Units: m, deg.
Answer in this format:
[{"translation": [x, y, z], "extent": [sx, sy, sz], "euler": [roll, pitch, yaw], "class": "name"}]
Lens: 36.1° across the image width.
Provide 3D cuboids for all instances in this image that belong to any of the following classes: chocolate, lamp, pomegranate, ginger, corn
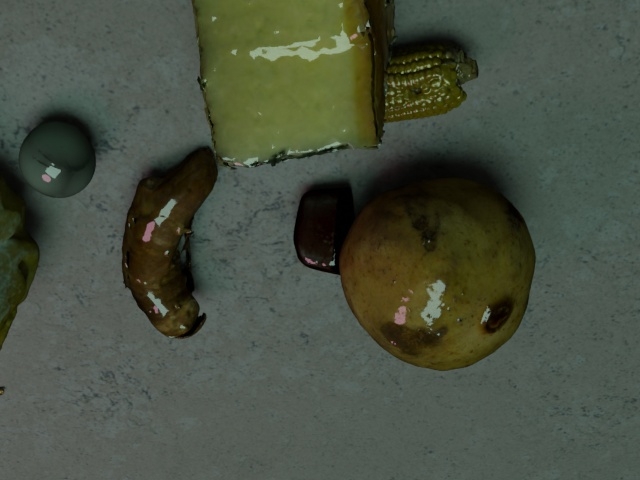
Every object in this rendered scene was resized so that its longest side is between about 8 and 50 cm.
[{"translation": [0.000, 0.000, 1.448], "extent": [0.080, 0.125, 0.149], "euler": [7, 136, 14], "class": "chocolate"}, {"translation": [-0.360, -0.111, 1.345], "extent": [0.105, 0.105, 0.105], "euler": [-1, 130, -1], "class": "lamp"}, {"translation": [0.166, 0.047, 1.388], "extent": [0.281, 0.281, 0.281], "euler": [-1, 130, -1], "class": "pomegranate"}, {"translation": [-0.229, 0.009, 1.450], "extent": [0.133, 0.107, 0.309], "euler": [12, 126, 7], "class": "ginger"}, {"translation": [0.077, -0.198, 1.289], "extent": [0.261, 0.097, 0.097], "euler": [-11, 129, 9], "class": "corn"}]

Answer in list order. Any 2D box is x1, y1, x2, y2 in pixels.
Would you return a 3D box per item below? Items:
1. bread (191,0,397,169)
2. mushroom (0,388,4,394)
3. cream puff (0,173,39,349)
[{"translation": [-0.039, -0.269, 1.126], "extent": [0.248, 0.279, 0.315], "euler": [-9, 142, 15], "class": "bread"}, {"translation": [-0.692, 0.264, 1.705], "extent": [0.286, 0.028, 0.026], "euler": [1, 88, -4], "class": "mushroom"}, {"translation": [-0.562, 0.041, 1.389], "extent": [0.269, 0.323, 0.274], "euler": [15, 174, 35], "class": "cream puff"}]
